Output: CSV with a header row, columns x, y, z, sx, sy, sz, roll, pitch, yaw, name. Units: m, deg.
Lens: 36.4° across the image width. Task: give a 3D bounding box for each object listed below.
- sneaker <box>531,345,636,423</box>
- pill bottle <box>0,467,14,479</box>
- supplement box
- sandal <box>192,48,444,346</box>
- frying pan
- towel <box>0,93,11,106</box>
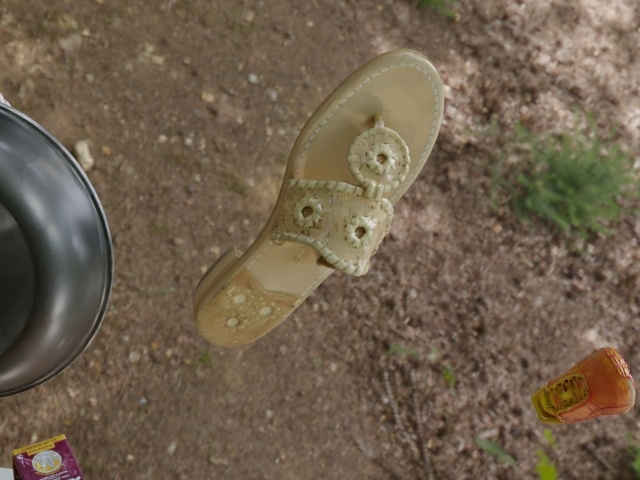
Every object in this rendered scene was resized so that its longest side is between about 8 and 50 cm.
x,y,z,sx,sy,sz,roll,pitch,yaw,name
0.253,0.150,0.943,0.067,0.175,0.064,-16,69,-12,sneaker
-0.465,0.512,1.276,0.224,0.224,0.393,2,90,-27,pill bottle
-0.260,0.237,0.940,0.055,0.043,0.083,-14,43,-29,supplement box
0.005,0.002,0.594,0.088,0.240,0.079,21,33,-33,sandal
-0.281,0.033,0.585,0.053,0.326,0.197,-78,146,-72,frying pan
-0.388,-0.114,1.021,0.197,0.144,0.029,48,14,-11,towel
